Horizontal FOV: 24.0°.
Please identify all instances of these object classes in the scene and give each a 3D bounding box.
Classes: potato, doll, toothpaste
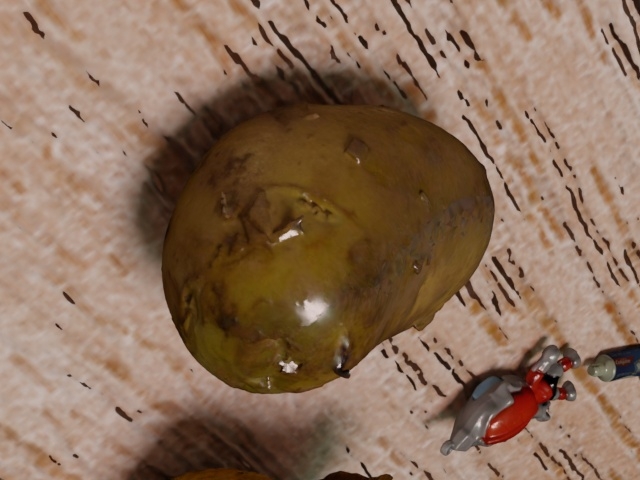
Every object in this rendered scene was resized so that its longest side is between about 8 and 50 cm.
[{"bbox_3d":[0.000,0.000,0.721,0.176,0.137,0.137,-22,140,-48],"label":"potato"},{"bbox_3d":[0.117,0.103,0.949,0.114,0.039,0.057,-24,164,-27],"label":"doll"},{"bbox_3d":[0.210,0.083,1.010,0.083,0.019,0.027,-5,111,-36],"label":"toothpaste"}]

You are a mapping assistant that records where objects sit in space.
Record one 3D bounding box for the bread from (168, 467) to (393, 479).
[{"bbox_3d":[-0.057,0.210,0.846,0.160,0.147,0.260,17,129,-34],"label":"bread"}]
